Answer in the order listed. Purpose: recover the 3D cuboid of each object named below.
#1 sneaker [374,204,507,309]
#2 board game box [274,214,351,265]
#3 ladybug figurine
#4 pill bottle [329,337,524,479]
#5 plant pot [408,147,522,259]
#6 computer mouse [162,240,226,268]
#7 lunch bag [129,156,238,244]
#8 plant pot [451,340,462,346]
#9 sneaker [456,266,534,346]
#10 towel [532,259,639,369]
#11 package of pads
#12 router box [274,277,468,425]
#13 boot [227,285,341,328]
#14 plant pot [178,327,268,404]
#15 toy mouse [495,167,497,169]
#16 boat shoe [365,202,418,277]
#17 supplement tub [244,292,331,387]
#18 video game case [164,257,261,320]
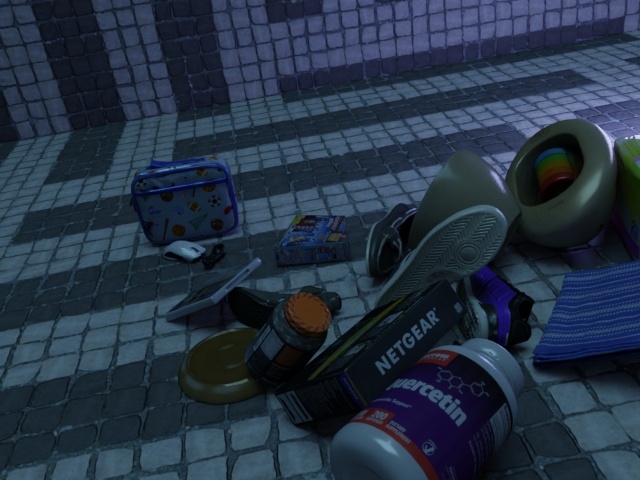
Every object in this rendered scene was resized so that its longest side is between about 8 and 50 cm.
[{"bbox_3d":[0.252,0.038,1.406,0.350,0.131,0.148,-43,4,26],"label":"sneaker"},{"bbox_3d":[0.000,0.000,1.765,0.194,0.060,0.194,3,30,18],"label":"board game box"},{"bbox_3d":[0.619,-0.140,1.666,0.305,0.162,0.449,-34,27,35],"label":"ladybug figurine"},{"bbox_3d":[0.177,0.282,1.003,0.182,0.181,0.323,18,37,40],"label":"pill bottle"},{"bbox_3d":[0.368,-0.054,1.580,0.191,0.284,0.284,31,44,21],"label":"plant pot"},{"bbox_3d":[-0.364,0.030,1.830,0.193,0.042,0.106,6,33,25],"label":"computer mouse"},{"bbox_3d":[-0.399,-0.123,1.908,0.304,0.243,0.115,-10,28,-3],"label":"lunch bag"},{"bbox_3d":[0.244,0.245,1.243,0.079,0.083,0.083,-27,32,-9],"label":"plant pot"},{"bbox_3d":[0.376,0.128,1.401,0.146,0.102,0.293,0,33,2],"label":"sneaker"},{"bbox_3d":[0.566,0.130,1.296,0.243,0.040,0.336,-19,18,40],"label":"towel"},{"bbox_3d":[0.772,-0.105,1.562,0.101,0.229,0.296,-3,28,10],"label":"package of pads"},{"bbox_3d":[0.094,0.207,1.212,0.309,0.081,0.243,-35,1,-38],"label":"router box"},{"bbox_3d":[-0.084,0.147,1.527,0.247,0.083,0.161,14,24,36],"label":"boot"},{"bbox_3d":[-0.188,0.253,1.387,0.236,0.032,0.236,-7,28,4],"label":"plant pot"},{"bbox_3d":[0.474,-0.210,2.042,0.161,0.031,0.143,-4,29,8],"label":"toy mouse"},{"bbox_3d":[0.198,-0.011,1.676,0.096,0.112,0.335,-2,26,22],"label":"boat shoe"},{"bbox_3d":[-0.062,0.192,1.274,0.117,0.190,0.117,21,40,-19],"label":"supplement tub"},{"bbox_3d":[-0.258,0.118,1.570,0.201,0.023,0.183,-21,15,42],"label":"video game case"}]
